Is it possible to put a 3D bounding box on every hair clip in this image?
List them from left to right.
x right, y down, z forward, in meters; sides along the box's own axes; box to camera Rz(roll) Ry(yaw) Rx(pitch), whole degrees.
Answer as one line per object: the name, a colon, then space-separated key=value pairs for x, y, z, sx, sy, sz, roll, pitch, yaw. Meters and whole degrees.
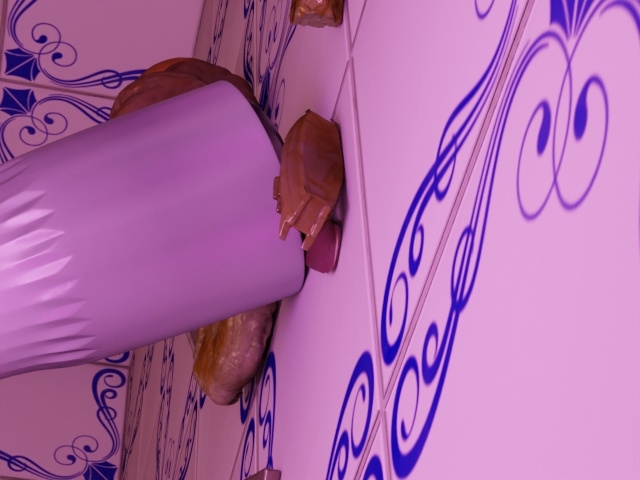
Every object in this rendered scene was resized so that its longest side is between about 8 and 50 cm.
hair clip: x=-0.002 y=0.000 z=1.499 sx=0.137 sy=0.022 sz=0.054 roll=-141 pitch=57 yaw=-79

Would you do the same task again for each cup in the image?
cup: x=-0.215 y=-0.007 z=1.614 sx=0.253 sy=0.371 sz=0.253 roll=160 pitch=90 yaw=-74

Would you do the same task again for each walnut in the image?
walnut: x=-0.203 y=-0.131 z=2.149 sx=0.227 sy=0.273 sz=0.273 roll=48 pitch=137 yaw=36

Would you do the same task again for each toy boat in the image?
toy boat: x=-0.018 y=-0.060 z=1.484 sx=0.072 sy=0.064 sz=0.206 roll=-54 pitch=16 yaw=30

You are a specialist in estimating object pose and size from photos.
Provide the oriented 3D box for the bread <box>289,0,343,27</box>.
bread: x=-0.002 y=-0.286 z=1.645 sx=0.066 sy=0.060 sz=0.110 roll=51 pitch=-140 yaw=-64

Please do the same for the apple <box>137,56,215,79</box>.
apple: x=-0.238 y=-0.184 z=2.523 sx=0.261 sy=0.193 sz=0.261 roll=-171 pitch=90 yaw=-78

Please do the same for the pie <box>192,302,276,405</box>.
pie: x=-0.106 y=0.047 z=1.902 sx=0.337 sy=0.075 sz=0.338 roll=-171 pitch=90 yaw=-80

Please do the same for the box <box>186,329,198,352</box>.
box: x=-0.187 y=0.117 z=2.153 sx=0.122 sy=0.032 sz=0.221 roll=-153 pitch=42 yaw=-79

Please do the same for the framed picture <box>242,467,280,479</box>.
framed picture: x=-0.091 y=0.420 z=1.642 sx=0.232 sy=0.024 sz=0.315 roll=131 pitch=145 yaw=-70
